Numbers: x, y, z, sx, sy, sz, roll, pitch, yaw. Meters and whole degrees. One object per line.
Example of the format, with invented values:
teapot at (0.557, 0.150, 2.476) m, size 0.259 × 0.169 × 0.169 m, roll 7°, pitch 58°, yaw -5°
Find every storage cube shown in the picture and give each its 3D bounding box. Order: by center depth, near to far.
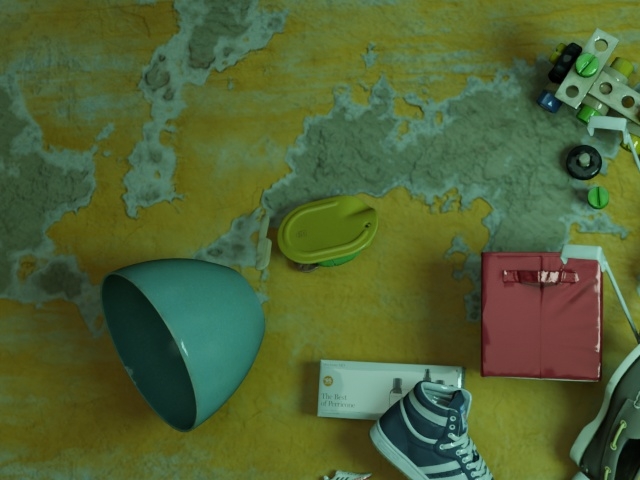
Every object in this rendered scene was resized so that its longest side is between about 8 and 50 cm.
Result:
storage cube at (0.347, 0.119, 1.761) m, size 0.183 × 0.215 × 0.193 m, roll 0°, pitch 86°, yaw 14°

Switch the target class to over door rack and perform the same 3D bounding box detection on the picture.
over door rack at (0.484, 0.000, 1.662) m, size 0.108 × 0.324 × 0.240 m, roll -5°, pitch 57°, yaw 39°

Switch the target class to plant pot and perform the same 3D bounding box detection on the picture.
plant pot at (-0.209, 0.145, 1.886) m, size 0.195 × 0.290 × 0.290 m, roll -28°, pitch 71°, yaw -29°

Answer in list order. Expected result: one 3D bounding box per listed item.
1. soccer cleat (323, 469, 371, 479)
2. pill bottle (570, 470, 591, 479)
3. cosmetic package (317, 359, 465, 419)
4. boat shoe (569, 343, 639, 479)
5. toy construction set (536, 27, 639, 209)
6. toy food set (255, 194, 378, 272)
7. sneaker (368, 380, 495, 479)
soccer cleat at (0.044, 0.396, 1.879) m, size 0.083 × 0.029 × 0.036 m, roll -21°, pitch 80°, yaw 14°
pill bottle at (0.385, 0.432, 1.760) m, size 0.078 × 0.078 × 0.137 m, roll 41°, pitch 92°, yaw 17°
cosmetic package at (0.117, 0.251, 1.870) m, size 0.239 × 0.060 × 0.099 m, roll 1°, pitch 79°, yaw 14°
boat shoe at (0.471, 0.256, 1.666) m, size 0.116 × 0.324 × 0.097 m, roll -15°, pitch 50°, yaw -31°
toy construction set at (0.496, -0.246, 1.773) m, size 0.309 × 0.237 × 0.257 m, roll -32°, pitch 74°, yaw 6°
toy food set at (0.000, 0.000, 1.949) m, size 0.217 × 0.071 × 0.128 m, roll -11°, pitch 54°, yaw 10°
sneaker at (0.226, 0.338, 1.767) m, size 0.282 × 0.099 × 0.153 m, roll 38°, pitch 113°, yaw 5°
